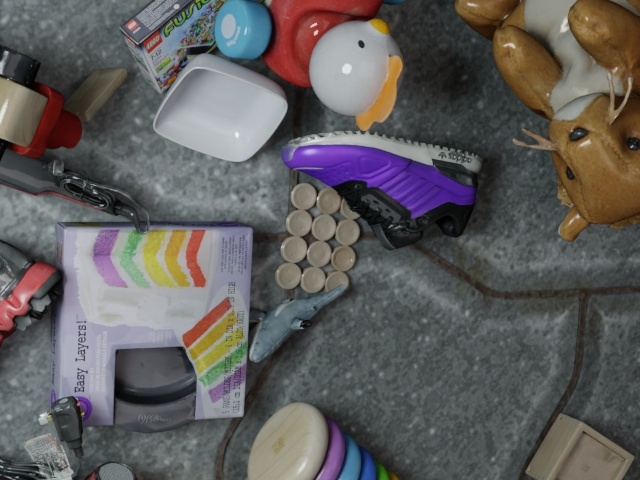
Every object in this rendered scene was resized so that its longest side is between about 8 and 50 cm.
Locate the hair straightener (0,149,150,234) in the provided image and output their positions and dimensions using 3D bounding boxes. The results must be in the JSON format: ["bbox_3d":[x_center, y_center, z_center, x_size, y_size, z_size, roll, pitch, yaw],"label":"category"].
[{"bbox_3d":[-0.305,-0.062,1.264,0.231,0.089,0.047,25,77,-12],"label":"hair straightener"}]

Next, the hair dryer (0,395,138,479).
[{"bbox_3d":[-0.333,0.317,1.349,0.224,0.080,0.293,-15,113,18],"label":"hair dryer"}]

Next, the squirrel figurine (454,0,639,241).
[{"bbox_3d":[0.387,-0.168,1.413,0.281,0.370,0.397,-23,144,23],"label":"squirrel figurine"}]

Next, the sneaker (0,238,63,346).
[{"bbox_3d":[-0.432,0.106,1.262,0.135,0.097,0.276,42,94,-5],"label":"sneaker"}]

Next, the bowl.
[{"bbox_3d":[-0.124,-0.169,1.340,0.142,0.142,0.053,20,47,-24],"label":"bowl"}]

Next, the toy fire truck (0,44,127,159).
[{"bbox_3d":[-0.352,-0.169,1.220,0.158,0.217,0.246,-68,157,0],"label":"toy fire truck"}]

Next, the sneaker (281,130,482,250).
[{"bbox_3d":[0.085,-0.061,1.440,0.294,0.102,0.146,7,88,-24],"label":"sneaker"}]

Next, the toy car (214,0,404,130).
[{"bbox_3d":[0.039,-0.239,1.280,0.219,0.238,0.210,0,131,-42],"label":"toy car"}]

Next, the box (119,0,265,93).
[{"bbox_3d":[-0.142,-0.281,1.312,0.207,0.114,0.036,-43,69,-11],"label":"box"}]

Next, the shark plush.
[{"bbox_3d":[-0.032,0.114,1.448,0.161,0.067,0.073,-20,106,-19],"label":"shark plush"}]

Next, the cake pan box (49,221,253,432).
[{"bbox_3d":[-0.214,0.107,1.370,0.246,0.070,0.266,2,98,-21],"label":"cake pan box"}]

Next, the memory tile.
[{"bbox_3d":[0.000,0.000,1.473,0.113,0.012,0.147,9,95,-25],"label":"memory tile"}]

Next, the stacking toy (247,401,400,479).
[{"bbox_3d":[0.062,0.353,1.504,0.330,0.141,0.141,35,85,-30],"label":"stacking toy"}]

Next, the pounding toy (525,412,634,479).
[{"bbox_3d":[0.401,0.360,1.675,0.141,0.100,0.130,34,84,-14],"label":"pounding toy"}]
